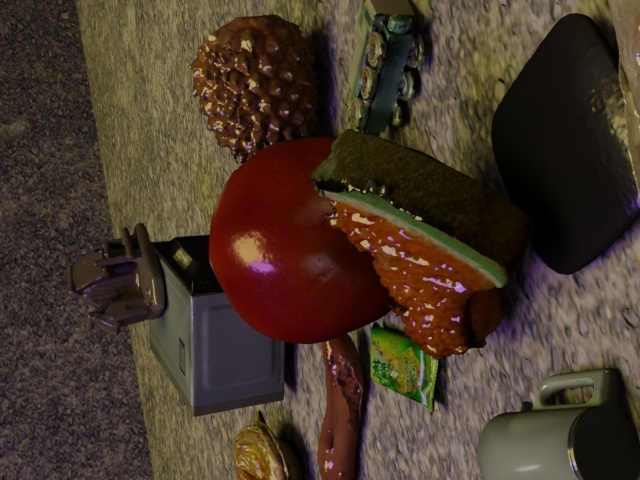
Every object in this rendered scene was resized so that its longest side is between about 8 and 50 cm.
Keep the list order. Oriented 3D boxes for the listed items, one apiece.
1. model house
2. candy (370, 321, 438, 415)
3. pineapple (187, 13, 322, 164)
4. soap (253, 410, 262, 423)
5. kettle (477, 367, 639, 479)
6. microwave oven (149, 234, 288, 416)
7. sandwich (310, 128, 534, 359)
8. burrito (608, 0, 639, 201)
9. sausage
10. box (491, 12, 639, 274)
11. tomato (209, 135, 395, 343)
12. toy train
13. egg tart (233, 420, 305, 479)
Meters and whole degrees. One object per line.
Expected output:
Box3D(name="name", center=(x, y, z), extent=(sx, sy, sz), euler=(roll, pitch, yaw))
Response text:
Box3D(name="model house", center=(-0.423, 0.088, 1.672), extent=(0.122, 0.188, 0.229), euler=(88, 161, -49))
Box3D(name="candy", center=(0.120, 0.179, 1.171), extent=(0.178, 0.032, 0.102), euler=(-169, 75, -65))
Box3D(name="pineapple", center=(-0.078, -0.175, 1.347), extent=(0.223, 0.223, 0.357), euler=(-30, 76, 64))
Box3D(name="soap", center=(-0.131, 0.459, 1.789), extent=(0.168, 0.033, 0.089), euler=(60, 140, 44))
Box3D(name="kettle", center=(0.251, 0.212, 0.840), extent=(0.098, 0.127, 0.148), euler=(50, 150, -3))
Box3D(name="microwave oven", center=(-0.213, 0.158, 1.678), extent=(0.355, 0.218, 0.286), euler=(-148, 57, -61))
Box3D(name="sandwich", center=(0.143, 0.007, 0.939), extent=(0.250, 0.162, 0.301), euler=(26, 149, 32))
Box3D(name="burrito", center=(0.298, -0.094, 0.652), extent=(0.117, 0.076, 0.392), euler=(-16, 83, 54))
Box3D(name="sausage", center=(0.033, 0.283, 1.342), extent=(0.078, 0.078, 0.304), euler=(-140, 47, -57))
Box3D(name="box", center=(0.251, -0.092, 0.808), extent=(0.201, 0.042, 0.212), euler=(122, 135, -53))
Box3D(name="tomato", center=(0.000, 0.000, 1.113), extent=(0.226, 0.298, 0.298), euler=(0, 95, 64))
Box3D(name="toy train", center=(0.081, -0.236, 1.116), extent=(0.194, 0.081, 0.125), euler=(105, 158, -44))
Box3D(name="egg tart", center=(-0.100, 0.477, 1.639), extent=(0.241, 0.106, 0.241), euler=(26, 120, 58))
